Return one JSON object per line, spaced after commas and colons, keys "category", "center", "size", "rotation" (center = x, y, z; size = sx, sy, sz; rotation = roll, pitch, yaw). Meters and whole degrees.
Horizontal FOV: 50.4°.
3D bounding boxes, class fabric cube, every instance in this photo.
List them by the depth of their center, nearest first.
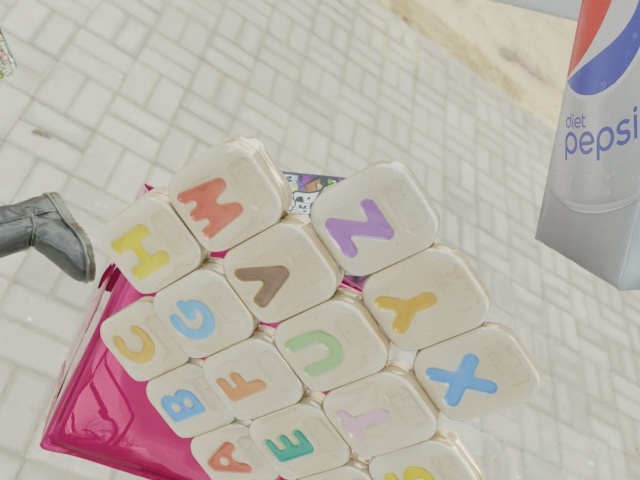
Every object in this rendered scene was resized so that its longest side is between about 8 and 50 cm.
{"category": "fabric cube", "center": [-0.135, 0.107, 0.778], "size": [0.254, 0.259, 0.258], "rotation": [25, 91, -19]}

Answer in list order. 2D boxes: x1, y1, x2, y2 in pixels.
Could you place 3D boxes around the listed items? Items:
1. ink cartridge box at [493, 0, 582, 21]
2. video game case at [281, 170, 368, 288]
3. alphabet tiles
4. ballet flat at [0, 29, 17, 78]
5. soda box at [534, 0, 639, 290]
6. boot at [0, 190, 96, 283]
{"category": "ink cartridge box", "center": [0.172, -0.374, 0.768], "size": [0.395, 0.166, 0.285], "rotation": [16, 27, 4]}
{"category": "video game case", "center": [0.000, 0.000, 1.076], "size": [0.211, 0.041, 0.232], "rotation": [8, 61, 14]}
{"category": "alphabet tiles", "center": [-0.019, 0.078, 0.446], "size": [0.284, 0.278, 0.021], "rotation": [56, 32, -12]}
{"category": "ballet flat", "center": [-0.625, -0.385, 1.233], "size": [0.091, 0.240, 0.077], "rotation": [37, 62, 27]}
{"category": "soda box", "center": [0.207, -0.119, 0.375], "size": [0.098, 0.286, 0.091], "rotation": [0, 20, -14]}
{"category": "boot", "center": [-0.439, 0.013, 0.933], "size": [0.209, 0.076, 0.190], "rotation": [-15, 48, -41]}
